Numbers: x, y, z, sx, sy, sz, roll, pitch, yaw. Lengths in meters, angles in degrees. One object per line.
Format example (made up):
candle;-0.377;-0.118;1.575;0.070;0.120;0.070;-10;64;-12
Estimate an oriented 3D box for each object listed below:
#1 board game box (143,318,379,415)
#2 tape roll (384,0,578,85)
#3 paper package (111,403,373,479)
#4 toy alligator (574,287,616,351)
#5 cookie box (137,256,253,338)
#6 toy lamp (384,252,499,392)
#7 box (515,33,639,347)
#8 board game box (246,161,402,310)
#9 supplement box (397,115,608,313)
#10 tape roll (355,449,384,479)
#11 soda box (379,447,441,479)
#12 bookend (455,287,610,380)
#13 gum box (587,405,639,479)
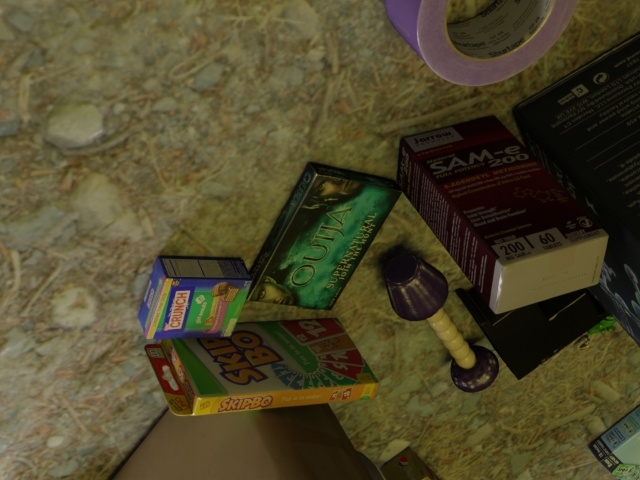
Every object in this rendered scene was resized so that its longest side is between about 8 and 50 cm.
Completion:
board game box;-0.070;0.147;1.334;0.259;0.124;0.039;-3;127;-27
tape roll;0.165;-0.257;1.144;0.189;0.080;0.189;-16;133;-18
paper package;-0.091;0.349;1.354;0.168;0.325;0.309;24;113;-42
toy alligator;0.405;0.106;1.616;0.056;0.051;0.190;-13;133;-19
cookie box;-0.143;0.066;1.283;0.107;0.040;0.092;2;127;-30
toy lamp;0.157;0.108;1.460;0.080;0.080;0.275;-36;135;4
box;0.435;-0.001;1.293;0.212;0.395;0.293;-31;136;-2
board game box;0.000;0.000;1.315;0.126;0.026;0.186;9;123;-35
supplement box;0.193;-0.035;1.238;0.130;0.239;0.073;-15;132;-18
tape roll;0.026;0.399;1.540;0.072;0.219;0.219;-5;130;-27
soda box;0.161;0.388;1.720;0.058;0.061;0.181;-37;136;4
bookend;0.287;0.086;1.518;0.156;0.072;0.157;-37;135;3
gum box;0.562;0.332;1.911;0.184;0.041;0.157;-41;136;8
